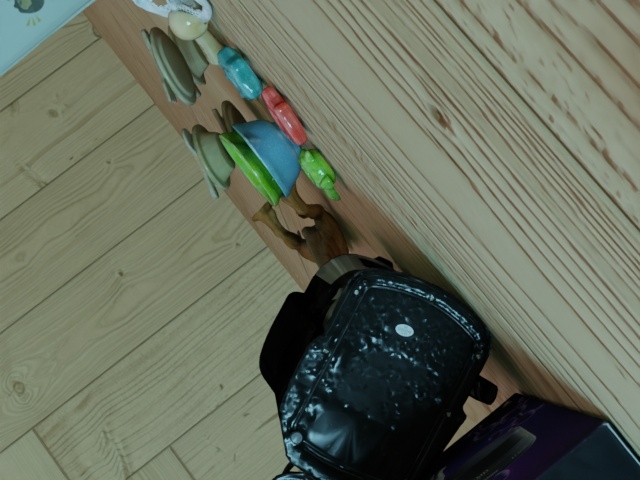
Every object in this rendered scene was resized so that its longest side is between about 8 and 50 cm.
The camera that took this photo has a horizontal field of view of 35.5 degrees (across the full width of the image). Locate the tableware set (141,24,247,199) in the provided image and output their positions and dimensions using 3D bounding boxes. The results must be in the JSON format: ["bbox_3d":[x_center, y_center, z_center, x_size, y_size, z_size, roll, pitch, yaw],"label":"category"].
[{"bbox_3d":[-0.093,-0.108,0.799,0.141,0.020,0.168,64,-167,-12],"label":"tableware set"}]

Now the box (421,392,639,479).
[{"bbox_3d":[0.055,0.205,0.536,0.103,0.261,0.184,52,175,4],"label":"box"}]

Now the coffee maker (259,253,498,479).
[{"bbox_3d":[0.012,0.091,0.652,0.120,0.171,0.178,51,176,-6],"label":"coffee maker"}]

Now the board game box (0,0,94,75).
[{"bbox_3d":[-0.218,-0.206,0.314,0.224,0.097,0.303,42,171,40],"label":"board game box"}]

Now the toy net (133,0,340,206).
[{"bbox_3d":[-0.073,-0.117,0.684,0.232,0.045,0.122,55,176,-24],"label":"toy net"}]

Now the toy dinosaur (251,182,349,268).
[{"bbox_3d":[0.000,0.000,0.838,0.112,0.064,0.211,42,-170,-4],"label":"toy dinosaur"}]
